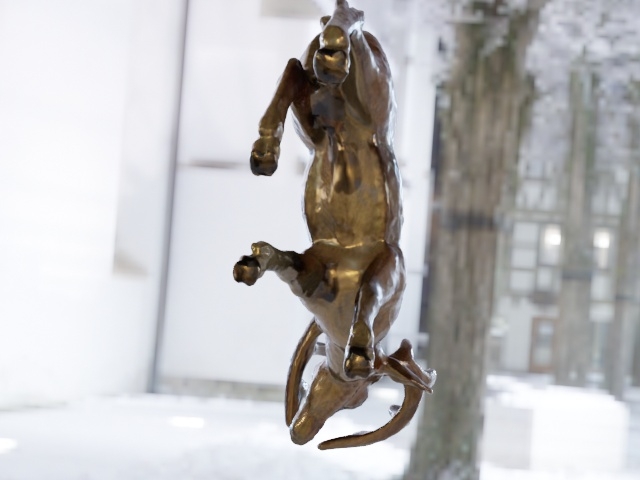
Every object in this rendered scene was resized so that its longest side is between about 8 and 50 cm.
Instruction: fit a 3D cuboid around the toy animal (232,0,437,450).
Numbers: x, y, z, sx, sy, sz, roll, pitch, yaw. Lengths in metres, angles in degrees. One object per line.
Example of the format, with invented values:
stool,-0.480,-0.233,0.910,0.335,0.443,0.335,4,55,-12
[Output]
toy animal,0.019,0.004,0.870,0.087,0.243,0.260,10,4,10
